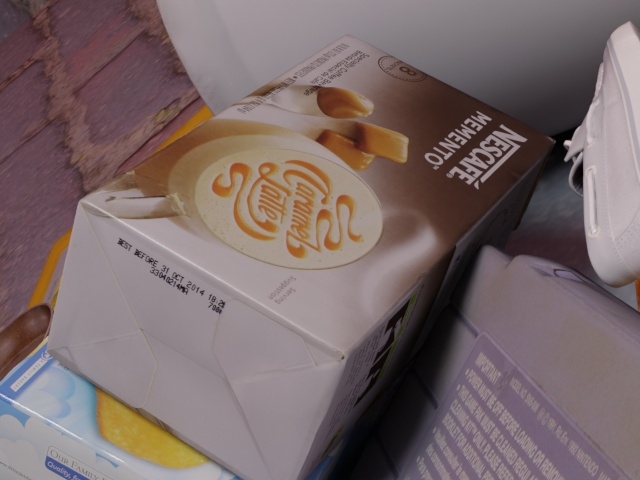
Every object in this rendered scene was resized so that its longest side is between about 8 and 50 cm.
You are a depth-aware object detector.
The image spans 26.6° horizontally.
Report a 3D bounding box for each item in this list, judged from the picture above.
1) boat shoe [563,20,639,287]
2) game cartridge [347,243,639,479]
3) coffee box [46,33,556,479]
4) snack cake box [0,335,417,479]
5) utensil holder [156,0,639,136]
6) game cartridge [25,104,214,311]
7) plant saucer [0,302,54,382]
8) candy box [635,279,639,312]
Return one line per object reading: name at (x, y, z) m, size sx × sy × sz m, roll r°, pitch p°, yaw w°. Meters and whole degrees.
boat shoe at (0.145, -0.041, 0.638) m, size 0.063 × 0.066 × 0.184 m, roll -31°, pitch 31°, yaw 23°
game cartridge at (0.071, 0.133, 0.505) m, size 0.230 × 0.068 × 0.355 m, roll -57°, pitch 11°, yaw 6°
coffee box at (0.000, 0.000, 0.679) m, size 0.246 × 0.141 × 0.098 m, roll -39°, pitch -25°, yaw -50°
snack cake box at (-0.043, 0.073, 0.725) m, size 0.264 × 0.152 × 0.089 m, roll -50°, pitch -19°, yaw -53°
utensil holder at (0.134, -0.226, 0.867) m, size 0.385 × 0.327 × 0.328 m, roll -20°, pitch 31°, yaw 35°
game cartridge at (-0.171, 0.023, 1.188) m, size 0.285 × 0.052 × 0.324 m, roll -39°, pitch 20°, yaw 23°
plant saucer at (-0.262, 0.125, 1.088) m, size 0.168 × 0.029 × 0.168 m, roll -40°, pitch 23°, yaw 21°
candy box at (0.285, -0.019, 0.550) m, size 0.316 × 0.087 × 0.183 m, roll -30°, pitch 25°, yaw 25°
